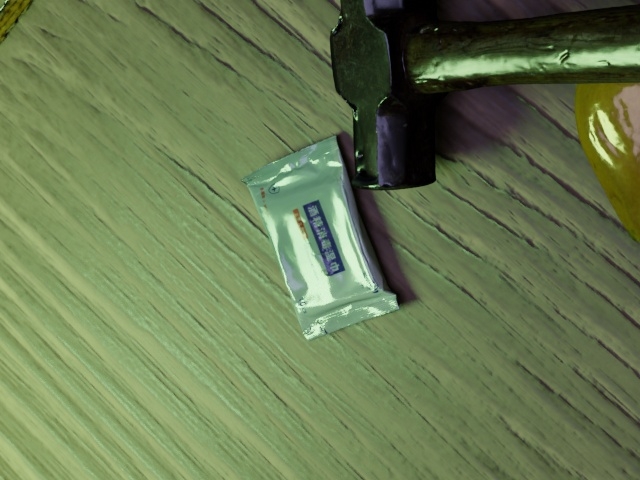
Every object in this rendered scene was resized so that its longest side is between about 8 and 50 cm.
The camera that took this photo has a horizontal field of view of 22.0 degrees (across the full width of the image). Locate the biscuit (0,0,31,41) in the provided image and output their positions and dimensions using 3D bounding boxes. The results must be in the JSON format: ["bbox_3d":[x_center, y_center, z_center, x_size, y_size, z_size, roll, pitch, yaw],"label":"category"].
[{"bbox_3d":[-0.307,-0.355,1.804,0.094,0.054,0.378,51,120,10],"label":"biscuit"}]

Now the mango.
[{"bbox_3d":[0.305,-0.095,1.480,0.147,0.109,0.227,-5,99,7],"label":"mango"}]

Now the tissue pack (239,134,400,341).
[{"bbox_3d":[0.000,0.000,1.723,0.123,0.026,0.193,-22,90,31],"label":"tissue pack"}]

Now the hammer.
[{"bbox_3d":[0.169,-0.166,1.486,0.409,0.095,0.242,3,100,49],"label":"hammer"}]
